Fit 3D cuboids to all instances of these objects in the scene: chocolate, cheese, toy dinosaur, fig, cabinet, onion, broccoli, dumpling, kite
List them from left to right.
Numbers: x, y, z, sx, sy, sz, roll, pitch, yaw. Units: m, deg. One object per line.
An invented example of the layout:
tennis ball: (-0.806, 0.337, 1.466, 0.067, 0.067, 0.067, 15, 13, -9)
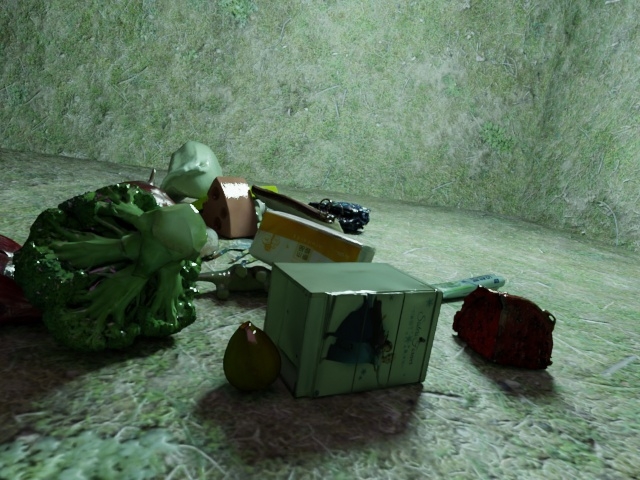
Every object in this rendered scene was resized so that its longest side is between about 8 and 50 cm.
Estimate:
onion: (-0.508, 0.049, 0.665, 0.284, 0.120, 0.227, 8, 17, -2)
broccoli: (-0.267, 0.034, 0.639, 0.270, 0.269, 0.270, -24, -10, 36)
chocolate: (-0.345, -0.005, 1.089, 0.157, 0.080, 0.254, 5, 12, 7)
dumpling: (-0.478, -0.240, 1.713, 0.212, 0.269, 0.320, 19, -12, 23)
cheese: (-0.292, -0.115, 1.433, 0.203, 0.176, 0.128, 18, 16, 40)
toy dinosaur: (-0.167, 0.079, 0.950, 0.248, 0.075, 0.188, 0, 4, -13)
kite: (-0.207, 0.027, 1.237, 0.170, 0.015, 0.310, 10, 11, 17)
fig: (-0.089, 0.147, 0.575, 0.074, 0.087, 0.074, -13, 3, 1)
cabinet: (0.041, 0.119, 0.653, 0.206, 0.144, 0.150, 2, 14, -28)

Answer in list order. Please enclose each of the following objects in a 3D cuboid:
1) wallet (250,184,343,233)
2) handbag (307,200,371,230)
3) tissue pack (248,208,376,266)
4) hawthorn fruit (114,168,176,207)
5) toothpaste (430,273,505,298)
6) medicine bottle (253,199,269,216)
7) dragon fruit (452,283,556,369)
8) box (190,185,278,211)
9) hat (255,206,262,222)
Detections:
wallet: (-0.054, -0.086, 1.468, 0.336, 0.068, 0.275, 22, -14, 24)
handbag: (0.069, -0.102, 1.798, 0.261, 0.113, 0.162, 12, 6, 21)
tissue pack: (-0.012, 0.027, 0.993, 0.225, 0.124, 0.185, 22, 4, 16)
hawthorn fruit: (-0.356, -0.023, 0.884, 0.190, 0.251, 0.189, 19, -13, 5)
toothpaste: (0.369, 0.118, 1.145, 0.297, 0.048, 0.075, -3, 17, -34)
medicine bottle: (-0.212, -0.134, 1.817, 0.079, 0.079, 0.140, 18, 16, 38)
dragon fruit: (0.325, 0.146, 0.805, 0.127, 0.120, 0.161, 11, 6, -17)
box: (-0.332, -0.166, 1.781, 0.187, 0.047, 0.335, -17, 0, 27)
hat: (-0.276, -0.082, 1.592, 0.166, 0.081, 0.122, -1, 46, 28)
